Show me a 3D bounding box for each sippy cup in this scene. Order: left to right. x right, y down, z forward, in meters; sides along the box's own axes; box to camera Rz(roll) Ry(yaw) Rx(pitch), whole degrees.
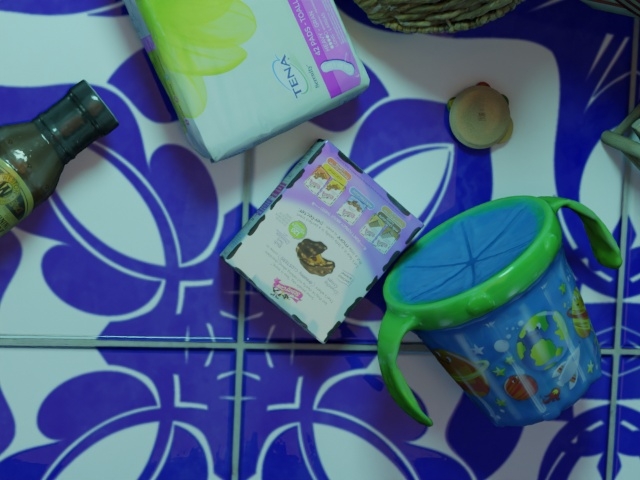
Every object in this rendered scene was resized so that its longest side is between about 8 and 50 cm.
[{"bbox_3d":[0.229,0.099,1.927,0.305,0.240,0.224,-26,112,17],"label":"sippy cup"}]

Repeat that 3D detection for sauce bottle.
[{"bbox_3d":[-0.393,-0.061,1.842,0.344,0.111,0.111,-40,101,-4],"label":"sauce bottle"}]

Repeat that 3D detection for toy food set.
[{"bbox_3d":[0.203,-0.158,1.988,0.083,0.020,0.083,-17,98,-8],"label":"toy food set"}]

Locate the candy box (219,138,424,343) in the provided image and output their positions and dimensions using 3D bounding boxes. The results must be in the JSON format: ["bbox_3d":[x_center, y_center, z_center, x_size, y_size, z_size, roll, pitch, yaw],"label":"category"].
[{"bbox_3d":[0.000,0.000,1.940,0.165,0.070,0.196,41,87,-12],"label":"candy box"}]

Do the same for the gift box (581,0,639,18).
[{"bbox_3d":[0.415,-0.374,1.856,0.258,0.276,0.255,19,98,-48],"label":"gift box"}]

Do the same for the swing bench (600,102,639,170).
[{"bbox_3d":[0.523,-0.156,1.928,0.165,0.254,0.253,44,86,-11],"label":"swing bench"}]

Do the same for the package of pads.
[{"bbox_3d":[-0.103,-0.265,1.880,0.229,0.101,0.297,-27,99,-8],"label":"package of pads"}]

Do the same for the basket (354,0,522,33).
[{"bbox_3d":[0.170,-0.388,1.816,0.213,0.299,0.223,48,57,-24],"label":"basket"}]
